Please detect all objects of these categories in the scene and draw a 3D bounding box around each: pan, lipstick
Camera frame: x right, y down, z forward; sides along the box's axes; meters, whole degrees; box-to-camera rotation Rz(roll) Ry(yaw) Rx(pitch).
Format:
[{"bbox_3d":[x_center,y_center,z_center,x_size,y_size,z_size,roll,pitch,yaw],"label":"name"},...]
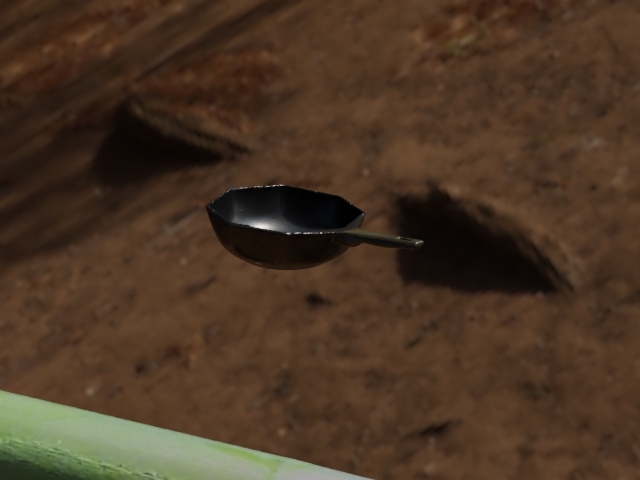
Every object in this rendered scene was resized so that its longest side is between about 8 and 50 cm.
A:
[{"bbox_3d":[-0.015,0.002,1.441,0.128,0.048,0.202,-7,20,-23],"label":"pan"},{"bbox_3d":[-0.103,0.147,1.032,0.304,0.076,0.076,11,30,14],"label":"lipstick"}]
